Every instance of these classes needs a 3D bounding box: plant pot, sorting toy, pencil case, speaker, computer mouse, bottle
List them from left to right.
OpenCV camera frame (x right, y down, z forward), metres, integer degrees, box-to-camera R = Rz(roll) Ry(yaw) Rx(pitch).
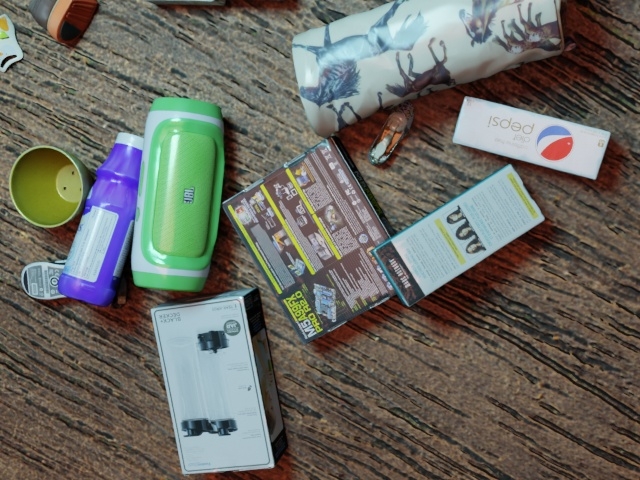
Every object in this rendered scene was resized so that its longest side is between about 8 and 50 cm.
[{"bbox_3d":[-0.556,-0.333,1.415,0.083,0.045,0.075,-33,109,15],"label":"sorting toy"},{"bbox_3d":[-0.440,-0.093,1.386,0.134,0.095,0.134,2,97,12],"label":"plant pot"},{"bbox_3d":[-0.426,0.065,1.434,0.193,0.042,0.106,2,102,7],"label":"computer mouse"},{"bbox_3d":[-0.345,-0.035,1.344,0.092,0.118,0.283,19,83,-15],"label":"bottle"},{"bbox_3d":[-0.227,-0.071,1.307,0.131,0.131,0.297,5,89,12],"label":"speaker"},{"bbox_3d":[0.149,-0.283,1.188,0.410,0.183,0.160,-17,89,17],"label":"pencil case"}]

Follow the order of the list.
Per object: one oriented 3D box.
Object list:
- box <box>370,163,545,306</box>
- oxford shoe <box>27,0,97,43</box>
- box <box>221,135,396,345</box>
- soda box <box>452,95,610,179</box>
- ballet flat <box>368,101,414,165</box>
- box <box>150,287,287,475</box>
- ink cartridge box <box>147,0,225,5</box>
[{"bbox_3d":[0.204,-0.007,1.235,0.244,0.060,0.100,-32,90,-2],"label":"box"},{"bbox_3d":[-0.392,-0.461,1.329,0.098,0.097,0.271,38,104,12],"label":"oxford shoe"},{"bbox_3d":[0.000,0.000,1.318,0.216,0.060,0.270,-31,90,15],"label":"box"},{"bbox_3d":[0.312,-0.154,1.221,0.216,0.069,0.074,16,101,11],"label":"soda box"},{"bbox_3d":[0.111,-0.166,1.280,0.041,0.041,0.114,32,103,7],"label":"ballet flat"},{"bbox_3d":[-0.168,0.235,1.373,0.169,0.087,0.290,-10,95,14],"label":"box"},{"bbox_3d":[-0.158,-0.512,1.285,0.239,0.060,0.275,5,98,11],"label":"ink cartridge box"}]
